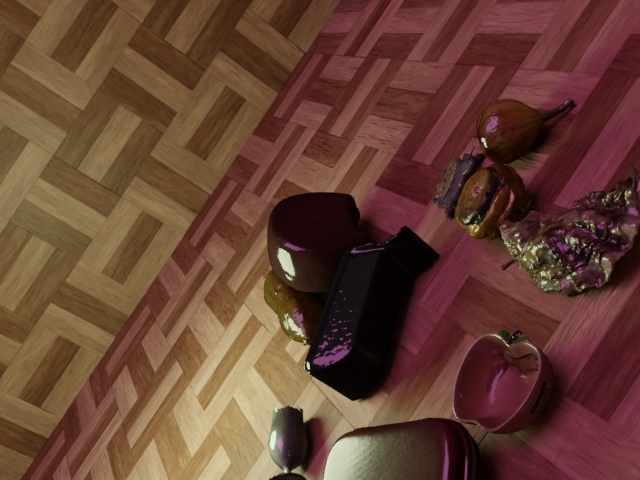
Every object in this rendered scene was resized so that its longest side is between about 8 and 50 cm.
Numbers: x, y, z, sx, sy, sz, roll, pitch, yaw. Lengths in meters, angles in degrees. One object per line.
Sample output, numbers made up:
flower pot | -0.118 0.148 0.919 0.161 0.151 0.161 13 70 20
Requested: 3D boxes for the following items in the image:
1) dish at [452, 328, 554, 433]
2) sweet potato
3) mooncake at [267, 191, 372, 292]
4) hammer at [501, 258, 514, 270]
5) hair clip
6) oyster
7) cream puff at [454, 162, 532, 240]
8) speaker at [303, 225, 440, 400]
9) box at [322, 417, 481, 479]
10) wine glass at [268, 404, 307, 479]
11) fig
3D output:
dish | 0.353 0.272 1.490 0.213 0.090 0.213 -42 31 32
sweet potato | -0.061 0.186 2.253 0.158 0.157 0.370 -52 36 9
mooncake | 0.000 0.000 2.248 0.333 0.174 0.326 -25 40 -34
hammer | 0.436 0.026 1.722 0.123 0.014 0.029 -44 19 29
hair clip | 0.346 -0.157 2.046 0.187 0.056 0.146 -56 18 7
oyster | 0.488 -0.017 1.560 0.351 0.114 0.238 1 60 60
cream puff | 0.393 -0.081 1.787 0.189 0.129 0.189 -55 20 31
speaker | 0.127 0.171 1.910 0.184 0.180 0.388 -14 48 48
box | 0.149 0.481 1.555 0.404 0.108 0.263 -23 49 50
wine glass | -0.082 0.509 1.954 0.103 0.103 0.222 -43 29 26
fig | 0.465 -0.286 1.881 0.231 0.143 0.160 -44 10 27
